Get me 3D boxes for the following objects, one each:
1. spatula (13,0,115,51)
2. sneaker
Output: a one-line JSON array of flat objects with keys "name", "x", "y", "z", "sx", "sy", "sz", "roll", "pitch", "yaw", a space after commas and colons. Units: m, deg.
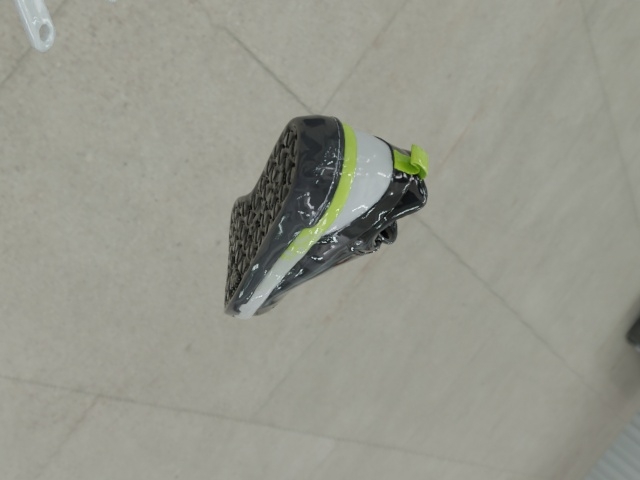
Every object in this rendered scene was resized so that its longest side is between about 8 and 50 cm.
[{"name": "spatula", "x": -0.155, "y": -0.180, "z": 0.418, "sx": 0.242, "sy": 0.019, "sz": 0.168, "roll": 78, "pitch": 33, "yaw": -46}, {"name": "sneaker", "x": 0.000, "y": 0.000, "z": 0.598, "sx": 0.097, "sy": 0.084, "sz": 0.234, "roll": 9, "pitch": 159, "yaw": -17}]
